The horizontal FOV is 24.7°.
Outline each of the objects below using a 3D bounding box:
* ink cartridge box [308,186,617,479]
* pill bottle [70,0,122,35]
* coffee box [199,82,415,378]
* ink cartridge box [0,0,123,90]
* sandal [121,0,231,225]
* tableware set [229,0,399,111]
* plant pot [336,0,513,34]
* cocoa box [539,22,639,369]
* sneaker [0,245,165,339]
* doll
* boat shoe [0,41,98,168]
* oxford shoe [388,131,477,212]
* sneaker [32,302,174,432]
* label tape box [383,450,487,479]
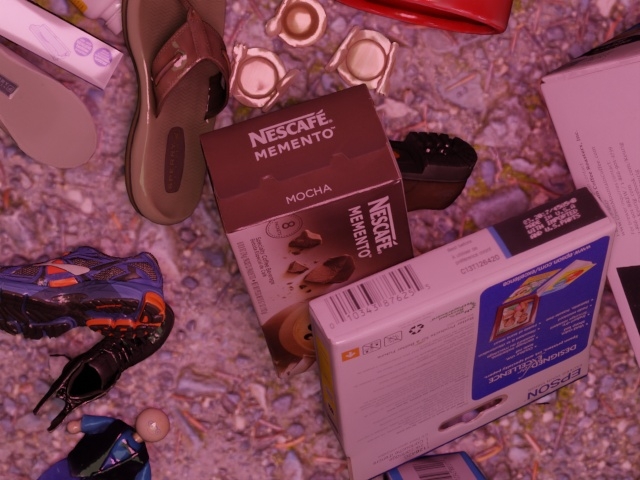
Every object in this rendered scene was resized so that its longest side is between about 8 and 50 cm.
[{"bbox_3d":[0.144,0.104,1.498,0.304,0.307,0.072,-23,60,-12],"label":"ink cartridge box"},{"bbox_3d":[-0.232,-0.265,1.477,0.065,0.065,0.116,-44,101,2],"label":"pill bottle"},{"bbox_3d":[0.000,0.000,1.430,0.168,0.297,0.119,-17,57,-2],"label":"coffee box"},{"bbox_3d":[-0.301,-0.220,1.445,0.207,0.097,0.046,27,94,-19],"label":"ink cartridge box"},{"bbox_3d":[-0.131,-0.161,1.475,0.120,0.086,0.302,-11,109,-40],"label":"sandal"},{"bbox_3d":[-0.009,-0.180,1.540,0.169,0.020,0.141,30,95,-11],"label":"tableware set"},{"bbox_3d":[0.111,-0.306,1.448,0.191,0.191,0.174,13,95,-9],"label":"plant pot"},{"bbox_3d":[0.418,-0.058,1.465,0.228,0.231,0.347,-31,105,-42],"label":"cocoa box"},{"bbox_3d":[-0.265,0.050,1.524,0.221,0.087,0.083,4,138,5],"label":"sneaker"},{"bbox_3d":[-0.236,0.251,1.570,0.189,0.046,0.129,-43,92,-5],"label":"doll"},{"bbox_3d":[-0.317,-0.159,1.472,0.079,0.081,0.227,-47,127,3],"label":"boat shoe"},{"bbox_3d":[0.045,-0.063,1.526,0.227,0.083,0.096,7,129,-14],"label":"oxford shoe"},{"bbox_3d":[-0.223,0.130,1.530,0.170,0.089,0.051,-35,101,0],"label":"sneaker"},{"bbox_3d":[0.146,0.422,1.544,0.106,0.240,0.333,-7,100,-6],"label":"label tape box"}]
